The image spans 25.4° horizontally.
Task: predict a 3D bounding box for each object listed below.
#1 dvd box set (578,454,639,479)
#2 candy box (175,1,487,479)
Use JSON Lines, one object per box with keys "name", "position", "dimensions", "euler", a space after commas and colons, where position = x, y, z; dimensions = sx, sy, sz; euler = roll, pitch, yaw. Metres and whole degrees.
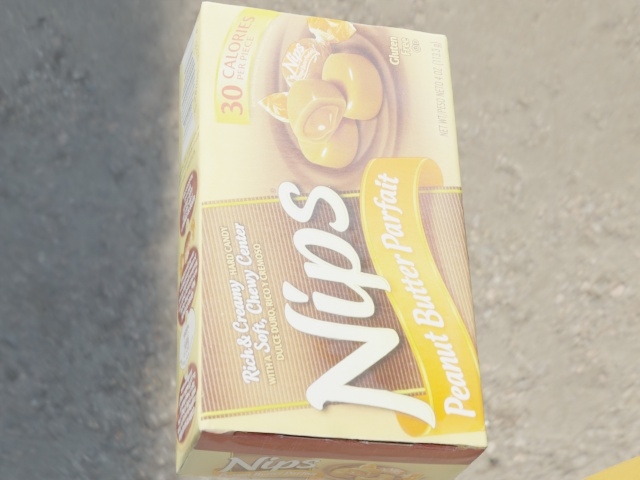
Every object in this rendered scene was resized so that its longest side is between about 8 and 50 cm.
{"name": "dvd box set", "position": [0.214, 0.155, 0.534], "dimensions": [0.308, 0.420, 0.062], "euler": [21, 57, -22]}
{"name": "candy box", "position": [0.000, 0.000, 0.951], "dimensions": [0.183, 0.087, 0.316], "euler": [5, 62, -14]}
